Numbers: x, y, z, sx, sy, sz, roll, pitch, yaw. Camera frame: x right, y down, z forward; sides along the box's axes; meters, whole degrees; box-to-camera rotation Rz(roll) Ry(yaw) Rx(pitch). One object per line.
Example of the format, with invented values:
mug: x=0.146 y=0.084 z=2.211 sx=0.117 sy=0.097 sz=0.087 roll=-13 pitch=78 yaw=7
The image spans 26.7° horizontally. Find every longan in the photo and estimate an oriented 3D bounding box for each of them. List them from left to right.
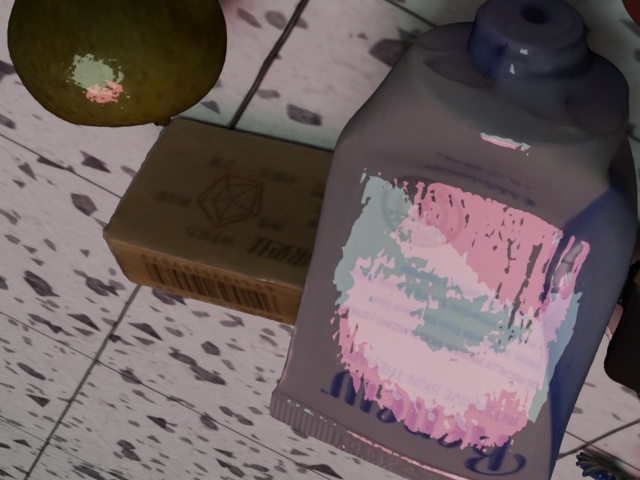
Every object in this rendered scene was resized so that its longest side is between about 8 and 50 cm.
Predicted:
longan: x=-0.147 y=-0.143 z=0.994 sx=0.155 sy=0.145 sz=0.176 roll=26 pitch=151 yaw=30

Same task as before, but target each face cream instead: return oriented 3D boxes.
face cream: x=0.100 y=0.019 z=0.962 sx=0.235 sy=0.137 sz=0.420 roll=20 pitch=128 yaw=11

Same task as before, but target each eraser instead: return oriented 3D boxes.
eraser: x=0.000 y=0.000 z=1.134 sx=0.343 sy=0.144 sz=0.078 roll=15 pitch=150 yaw=20

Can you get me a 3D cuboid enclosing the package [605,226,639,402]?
package: x=0.325 y=0.074 z=1.108 sx=0.204 sy=0.062 sz=0.251 roll=-11 pitch=124 yaw=49

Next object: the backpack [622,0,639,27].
backpack: x=0.264 y=-0.134 z=0.701 sx=0.229 sy=0.138 sz=0.229 roll=20 pitch=171 yaw=3

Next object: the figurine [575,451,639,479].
figurine: x=0.374 y=0.329 z=1.442 sx=0.164 sy=0.120 sz=0.262 roll=0 pitch=142 yaw=45

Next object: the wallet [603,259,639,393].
wallet: x=0.335 y=0.110 z=1.049 sx=0.250 sy=0.044 sz=0.149 roll=27 pitch=146 yaw=19

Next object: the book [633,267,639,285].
book: x=0.312 y=-0.003 z=0.922 sx=0.138 sy=0.016 sz=0.198 roll=33 pitch=137 yaw=13
